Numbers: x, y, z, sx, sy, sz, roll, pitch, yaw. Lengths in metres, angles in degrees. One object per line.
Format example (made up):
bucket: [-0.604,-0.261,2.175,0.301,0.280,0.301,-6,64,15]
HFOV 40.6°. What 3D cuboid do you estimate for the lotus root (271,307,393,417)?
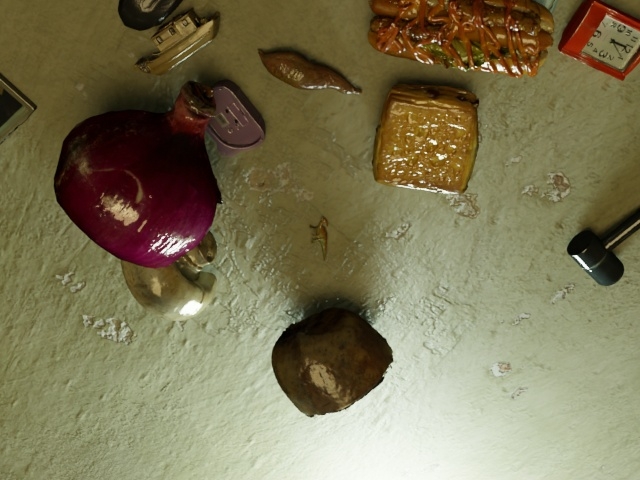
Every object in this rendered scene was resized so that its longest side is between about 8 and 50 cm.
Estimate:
lotus root: [0.013,0.256,2.006,0.272,0.272,0.192,-29,109,21]

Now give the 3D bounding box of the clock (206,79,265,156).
clock: [-0.188,-0.250,1.777,0.110,0.050,0.153,-29,117,21]

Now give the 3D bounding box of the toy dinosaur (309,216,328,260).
toy dinosaur: [-0.004,-0.001,1.945,0.041,0.026,0.113,-5,116,-14]

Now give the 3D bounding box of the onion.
onion: [-0.330,-0.148,1.698,0.347,0.348,0.385,33,108,-17]

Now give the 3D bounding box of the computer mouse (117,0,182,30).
computer mouse: [-0.320,-0.461,1.639,0.099,0.057,0.172,39,117,-24]

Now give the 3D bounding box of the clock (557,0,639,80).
clock: [0.541,-0.382,1.632,0.155,0.061,0.113,21,123,-14]

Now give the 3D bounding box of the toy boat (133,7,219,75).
toy boat: [-0.284,-0.389,1.688,0.200,0.057,0.077,-28,113,22]

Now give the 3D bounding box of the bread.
bread: [0.215,-0.209,1.752,0.210,0.099,0.235,7,130,2]

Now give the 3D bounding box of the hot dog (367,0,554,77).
hot dog: [0.250,-0.385,1.583,0.348,0.117,0.158,15,125,10]

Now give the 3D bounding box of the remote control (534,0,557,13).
remote control: [0.394,-0.465,1.592,0.104,0.052,0.247,15,125,-1]

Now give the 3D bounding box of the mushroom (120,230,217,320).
mushroom: [-0.331,0.072,1.924,0.195,0.189,0.254,-24,122,22]

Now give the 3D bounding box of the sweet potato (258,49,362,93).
sweet potato: [-0.022,-0.324,1.708,0.226,0.068,0.068,19,123,-9]

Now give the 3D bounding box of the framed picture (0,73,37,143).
framed picture: [-0.752,-0.268,1.827,0.265,0.018,0.192,-36,116,24]

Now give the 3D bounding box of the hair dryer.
hair dryer: [0.657,-0.007,1.881,0.124,0.071,0.219,38,110,-22]
